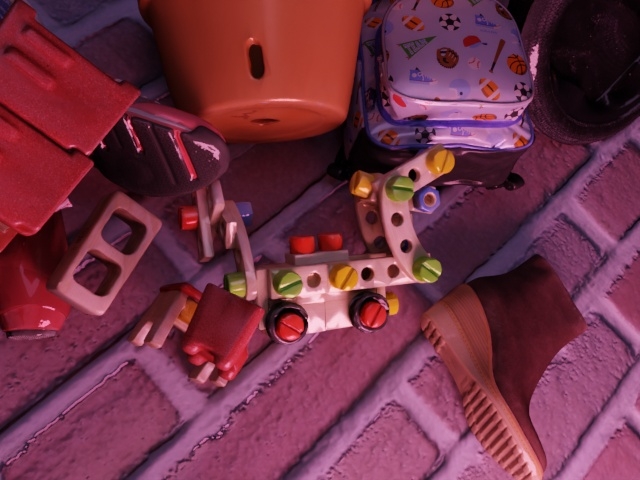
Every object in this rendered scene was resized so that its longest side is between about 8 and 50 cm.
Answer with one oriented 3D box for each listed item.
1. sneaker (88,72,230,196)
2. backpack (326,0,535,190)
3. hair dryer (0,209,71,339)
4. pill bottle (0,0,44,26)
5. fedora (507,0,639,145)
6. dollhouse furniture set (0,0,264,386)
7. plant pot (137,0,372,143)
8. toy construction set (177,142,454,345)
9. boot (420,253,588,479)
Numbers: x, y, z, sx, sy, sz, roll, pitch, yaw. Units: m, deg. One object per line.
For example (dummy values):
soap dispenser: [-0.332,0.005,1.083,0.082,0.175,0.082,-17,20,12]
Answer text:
sneaker: [-0.241,-0.146,0.797,0.314,0.116,0.136,11,51,13]
backpack: [0.148,-0.215,0.943,0.276,0.213,0.263,2,57,-14]
hair dryer: [-0.350,0.029,0.697,0.223,0.080,0.293,54,45,-27]
pill bottle: [-0.415,-0.221,0.823,0.094,0.094,0.169,39,62,2]
fedora: [0.390,-0.310,1.050,0.334,0.334,0.152,-13,39,-22]
dollhouse furniture set: [-0.183,-0.012,0.665,0.374,0.201,0.152,39,66,-25]
plant pot: [-0.074,-0.238,0.853,0.291,0.291,0.203,-3,86,-18]
toy construction set: [0.000,0.000,0.821,0.327,0.151,0.215,-3,97,-7]
boot: [0.263,0.149,0.875,0.207,0.090,0.248,-21,71,-22]
